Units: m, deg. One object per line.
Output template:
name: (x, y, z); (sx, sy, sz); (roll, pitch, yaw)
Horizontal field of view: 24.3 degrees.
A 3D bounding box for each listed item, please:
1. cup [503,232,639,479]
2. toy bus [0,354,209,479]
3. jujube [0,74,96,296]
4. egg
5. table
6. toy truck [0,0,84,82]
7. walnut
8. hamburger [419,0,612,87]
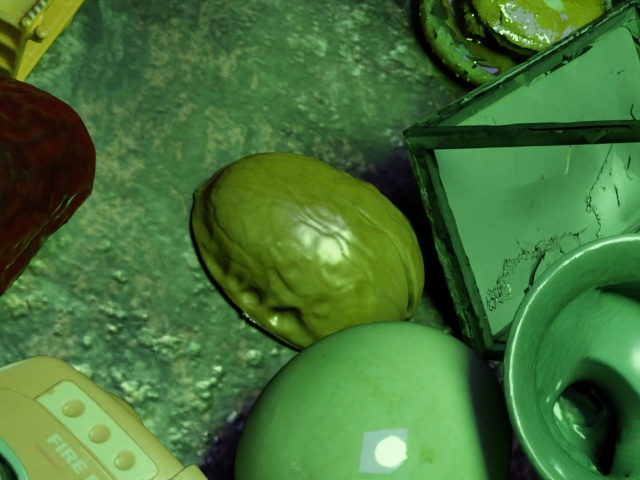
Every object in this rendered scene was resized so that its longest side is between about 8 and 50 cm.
cup: (0.205, 0.105, 1.063); (0.199, 0.150, 0.199); (2, 80, -10)
toy bus: (-0.167, 0.210, 0.960); (0.288, 0.194, 0.232); (45, 40, 4)
jujube: (-0.276, -0.034, 1.054); (0.190, 0.190, 0.255); (52, 35, 9)
egg: (0.039, 0.156, 1.078); (0.186, 0.186, 0.253); (50, 41, 7)
table: (0.300, -0.057, 1.240); (0.335, 0.272, 0.222); (-33, 113, -36)
toy truck: (-0.218, -0.250, 1.240); (0.135, 0.114, 0.270); (30, 53, -4)
walnut: (-0.001, -0.002, 1.219); (0.211, 0.087, 0.167); (31, 57, -7)
hamburger: (0.191, -0.221, 1.438); (0.177, 0.113, 0.185); (47, 44, 12)
